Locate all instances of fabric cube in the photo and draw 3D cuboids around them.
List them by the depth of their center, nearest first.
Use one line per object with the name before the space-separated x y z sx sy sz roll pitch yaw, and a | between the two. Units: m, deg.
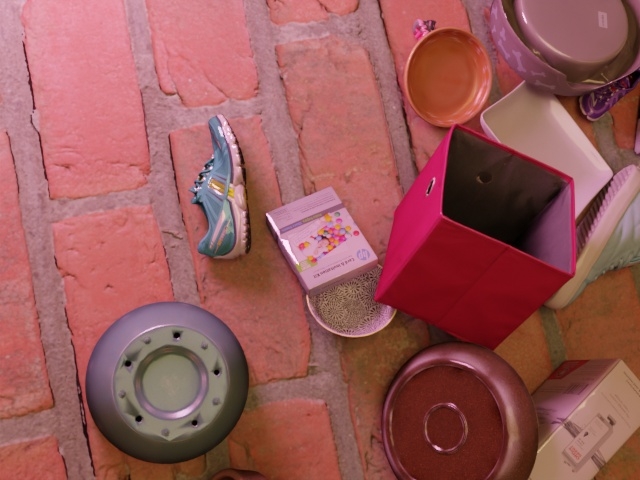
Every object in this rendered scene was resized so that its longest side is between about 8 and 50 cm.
fabric cube | 0.277 -0.003 1.422 0.259 0.258 0.254 24 47 -8

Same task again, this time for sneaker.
sneaker | -0.192 -0.102 1.466 0.109 0.107 0.275 -4 81 -3
sneaker | 0.592 0.018 1.595 0.150 0.135 0.366 40 77 -1
sneaker | 0.237 -0.408 1.639 0.057 0.047 0.119 -16 85 -26
sneaker | 0.625 -0.324 1.691 0.170 0.071 0.068 -40 90 -14

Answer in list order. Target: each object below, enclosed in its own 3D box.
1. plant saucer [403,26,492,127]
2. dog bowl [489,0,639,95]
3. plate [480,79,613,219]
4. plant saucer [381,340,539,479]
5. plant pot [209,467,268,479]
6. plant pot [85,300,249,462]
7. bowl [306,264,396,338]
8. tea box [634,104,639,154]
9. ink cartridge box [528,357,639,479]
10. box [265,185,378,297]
plant saucer | 0.255 -0.331 1.602 0.199 0.037 0.200 -4 102 -20
dog bowl | 0.514 -0.459 1.648 0.348 0.102 0.349 5 70 -13
plate | 0.454 -0.182 1.599 0.277 0.045 0.278 53 47 -1
plant saucer | 0.230 0.333 1.398 0.050 0.310 0.311 14 74 -52
plant pot | -0.072 0.528 1.328 0.229 0.263 0.263 15 77 -28
plant pot | -0.252 0.237 1.324 0.293 0.235 0.293 2 80 -12
bowl | 0.057 0.121 1.478 0.170 0.080 0.170 2 58 -2
tea box | 0.888 -0.318 1.670 0.329 0.220 0.324 15 79 -10
ink cartridge box | 0.451 0.355 1.469 0.283 0.207 0.117 -41 91 -15
box | 0.000 0.000 1.483 0.145 0.038 0.186 -23 62 -14
